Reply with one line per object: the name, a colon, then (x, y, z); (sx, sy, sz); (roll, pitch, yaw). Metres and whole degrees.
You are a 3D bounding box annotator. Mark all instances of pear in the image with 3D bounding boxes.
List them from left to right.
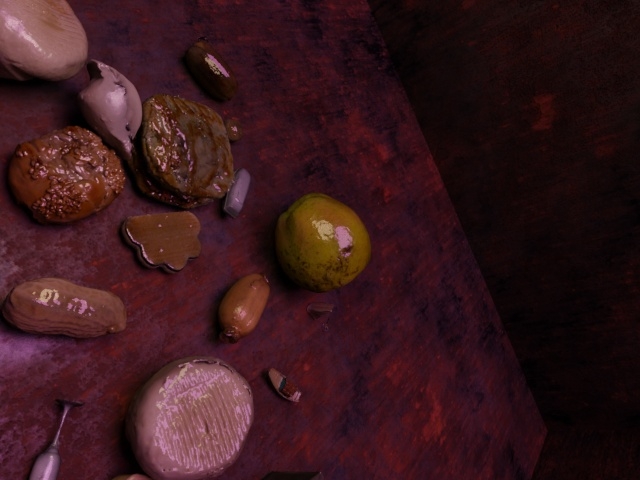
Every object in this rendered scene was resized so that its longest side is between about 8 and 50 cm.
pear: (0.000, 0.000, 2.030); (0.391, 0.391, 0.390); (22, 59, -43)

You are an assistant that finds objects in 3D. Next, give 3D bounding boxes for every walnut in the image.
walnut: (-0.334, -0.419, 2.028); (0.092, 0.092, 0.092); (22, 59, -43)

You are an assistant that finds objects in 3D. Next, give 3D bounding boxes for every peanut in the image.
peanut: (-0.644, 0.174, 1.373); (0.313, 0.152, 0.152); (19, 61, -44)

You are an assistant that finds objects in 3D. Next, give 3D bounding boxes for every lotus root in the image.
lotus root: (-0.405, -0.632, 1.995); (0.241, 0.124, 0.123); (49, 28, -20)
lotus root: (-0.263, 0.225, 1.801); (0.146, 0.131, 0.303); (51, 40, -24)

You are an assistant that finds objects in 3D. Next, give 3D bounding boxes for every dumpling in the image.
dumpling: (-0.630, -0.375, 1.551); (0.175, 0.227, 0.243); (16, 81, -46)

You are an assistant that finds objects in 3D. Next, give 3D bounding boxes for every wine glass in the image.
wine glass: (-0.649, 0.519, 1.283); (0.074, 0.074, 0.262); (33, 52, -37)

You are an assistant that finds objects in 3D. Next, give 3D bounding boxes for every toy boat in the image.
toy boat: (-0.311, -0.183, 1.966); (0.078, 0.085, 0.260); (43, 35, -31)
toy boat: (-0.132, 0.513, 1.887); (0.172, 0.066, 0.065); (48, 47, -24)

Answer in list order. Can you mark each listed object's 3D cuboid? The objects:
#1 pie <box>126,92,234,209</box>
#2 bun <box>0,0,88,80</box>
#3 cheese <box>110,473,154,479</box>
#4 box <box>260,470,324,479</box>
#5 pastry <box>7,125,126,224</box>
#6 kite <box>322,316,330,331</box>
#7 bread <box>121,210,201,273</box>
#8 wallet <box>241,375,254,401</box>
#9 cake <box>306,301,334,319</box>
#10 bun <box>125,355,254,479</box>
pie: (-0.446, -0.305, 1.776); (0.418, 0.181, 0.395); (-12, 84, -55)
bun: (-0.813, -0.574, 1.426); (0.365, 0.219, 0.365); (51, 25, -34)
cheese: (-0.401, 0.800, 1.423); (0.384, 0.104, 0.383); (22, 59, -42)
box: (-0.101, 0.826, 1.660); (0.149, 0.231, 0.155); (-17, 89, -51)
pastry: (-0.680, -0.184, 1.465); (0.311, 0.162, 0.255); (-44, 111, -47)
kite: (0.021, 0.342, 2.184); (0.044, 0.002, 0.078); (32, 54, -38)
bread: (-0.489, 0.007, 1.687); (0.287, 0.056, 0.207); (-6, 76, -50)
wallet: (-0.301, 0.531, 1.710); (0.198, 0.031, 0.110); (-29, 98, -50)
cake: (0.012, 0.277, 2.108); (0.052, 0.121, 0.065); (-48, 120, -40)
bun: (-0.365, 0.503, 1.499); (0.360, 0.211, 0.359); (17, 54, -25)
